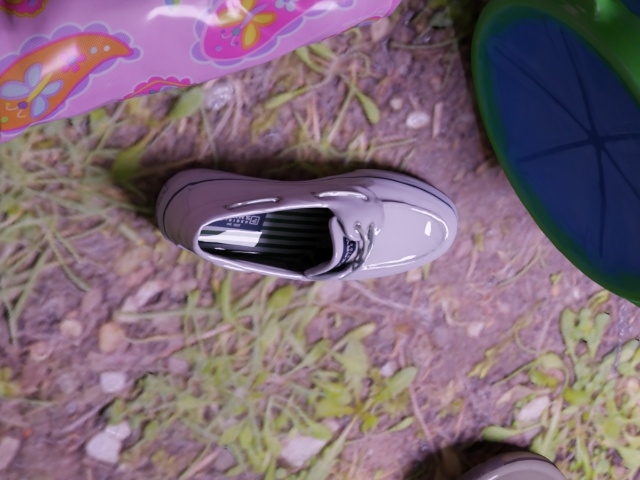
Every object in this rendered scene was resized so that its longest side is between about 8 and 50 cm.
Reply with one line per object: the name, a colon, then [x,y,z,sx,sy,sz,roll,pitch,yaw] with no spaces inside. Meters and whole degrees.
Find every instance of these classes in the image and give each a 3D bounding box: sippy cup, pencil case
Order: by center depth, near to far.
pencil case: [-0.091,-0.154,1.199,0.284,0.124,0.124,-20,122,-14]
sippy cup: [0.258,-0.109,1.319,0.224,0.240,0.305,-30,163,-19]

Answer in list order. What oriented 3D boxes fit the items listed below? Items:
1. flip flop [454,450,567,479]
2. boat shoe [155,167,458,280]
flip flop: [0.180,0.271,1.555,0.112,0.080,0.277,-32,124,-5]
boat shoe: [0.000,0.000,1.339,0.226,0.076,0.083,0,116,-23]
